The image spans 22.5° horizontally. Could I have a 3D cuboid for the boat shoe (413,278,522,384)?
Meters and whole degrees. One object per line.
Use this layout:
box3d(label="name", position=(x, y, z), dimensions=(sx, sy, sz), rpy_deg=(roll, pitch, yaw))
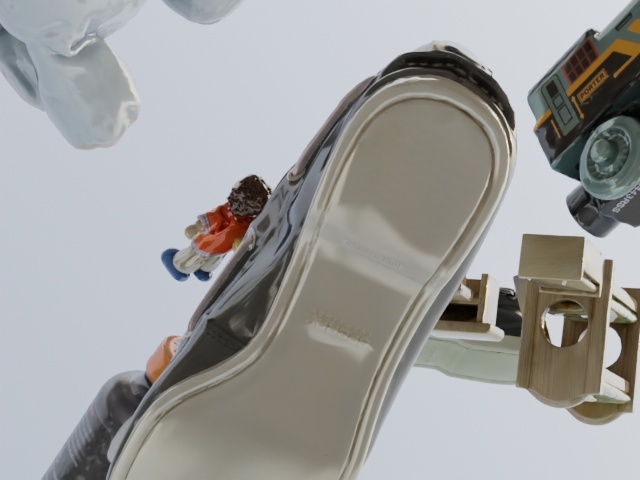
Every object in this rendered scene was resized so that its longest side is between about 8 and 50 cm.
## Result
box3d(label="boat shoe", position=(0.091, 0.066, 1.764), dimensions=(0.340, 0.127, 0.113), rpy_deg=(11, -121, -9))

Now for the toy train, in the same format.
box3d(label="toy train", position=(0.322, -0.154, 1.399), dimensions=(0.142, 0.334, 0.190), rpy_deg=(19, -144, -35))

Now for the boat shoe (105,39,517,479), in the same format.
box3d(label="boat shoe", position=(-0.004, 0.046, 0.816), dimensions=(0.112, 0.335, 0.095), rpy_deg=(30, -155, -5))

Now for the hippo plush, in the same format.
box3d(label="hippo plush", position=(-0.173, -0.249, 1.274), dimensions=(0.236, 0.294, 0.234), rpy_deg=(-38, -117, -15))

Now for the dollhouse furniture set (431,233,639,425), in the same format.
box3d(label="dollhouse furniture set", position=(0.121, 0.062, 1.104), dimensions=(0.161, 0.182, 0.101), rpy_deg=(3, -101, 25))

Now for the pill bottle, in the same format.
box3d(label="pill bottle", position=(-0.156, 0.199, 1.340), dimensions=(0.130, 0.245, 0.130), rpy_deg=(31, -165, -9))

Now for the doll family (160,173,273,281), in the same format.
box3d(label="doll family", position=(0.000, 0.000, 1.435), dimensions=(0.263, 0.163, 0.118), rpy_deg=(-15, -110, -44))
